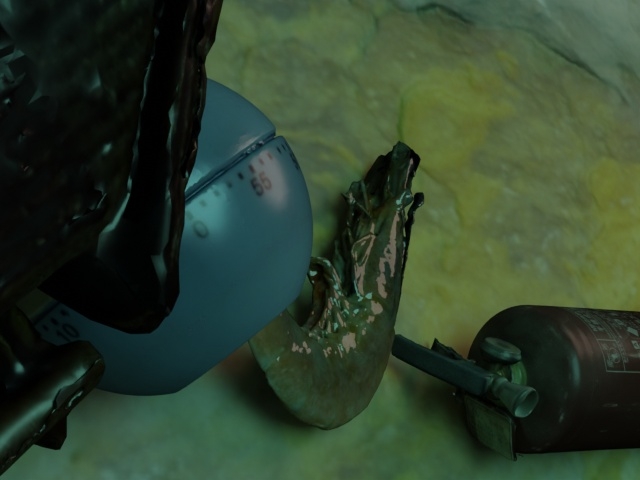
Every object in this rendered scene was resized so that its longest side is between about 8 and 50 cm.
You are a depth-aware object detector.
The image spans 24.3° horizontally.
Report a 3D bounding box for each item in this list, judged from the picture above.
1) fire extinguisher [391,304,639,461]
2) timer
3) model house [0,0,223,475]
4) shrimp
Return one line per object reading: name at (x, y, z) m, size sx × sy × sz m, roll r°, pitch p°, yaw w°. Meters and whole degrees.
fire extinguisher at (0.169, 0.088, 0.957) m, size 0.269 × 0.105 × 0.105 m, roll 4°, pitch 69°, yaw -42°
timer at (-0.125, -0.029, 0.701) m, size 0.255 × 0.175 × 0.175 m, roll 30°, pitch 51°, yaw -10°
model house at (-0.199, -0.094, 0.559) m, size 0.282 × 0.317 × 0.297 m, roll -50°, pitch 139°, yaw -27°
shrimp at (0.000, 0.000, 0.860) m, size 0.152 × 0.046 × 0.219 m, roll 50°, pitch 43°, yaw -31°
